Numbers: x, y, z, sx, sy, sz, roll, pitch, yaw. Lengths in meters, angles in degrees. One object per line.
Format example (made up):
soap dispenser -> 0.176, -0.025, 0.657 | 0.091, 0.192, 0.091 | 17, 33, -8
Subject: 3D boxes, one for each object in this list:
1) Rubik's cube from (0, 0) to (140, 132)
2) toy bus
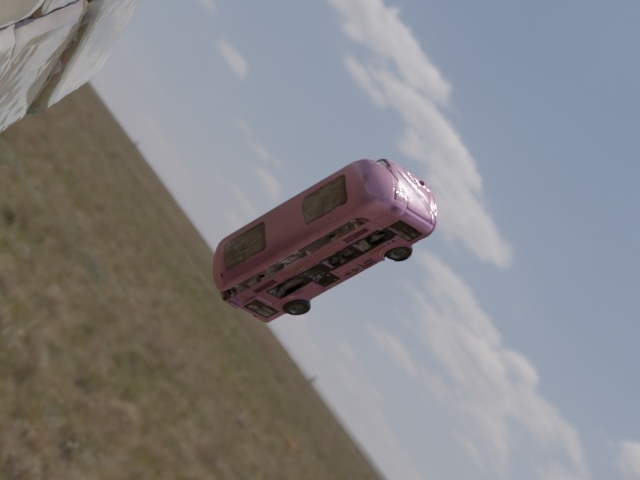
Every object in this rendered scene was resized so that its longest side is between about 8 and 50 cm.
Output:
Rubik's cube -> -0.192, -0.242, 0.567 | 0.322, 0.319, 0.316 | 33, 19, -3
toy bus -> 0.000, 0.000, 1.209 | 0.090, 0.203, 0.063 | 29, 43, -40
